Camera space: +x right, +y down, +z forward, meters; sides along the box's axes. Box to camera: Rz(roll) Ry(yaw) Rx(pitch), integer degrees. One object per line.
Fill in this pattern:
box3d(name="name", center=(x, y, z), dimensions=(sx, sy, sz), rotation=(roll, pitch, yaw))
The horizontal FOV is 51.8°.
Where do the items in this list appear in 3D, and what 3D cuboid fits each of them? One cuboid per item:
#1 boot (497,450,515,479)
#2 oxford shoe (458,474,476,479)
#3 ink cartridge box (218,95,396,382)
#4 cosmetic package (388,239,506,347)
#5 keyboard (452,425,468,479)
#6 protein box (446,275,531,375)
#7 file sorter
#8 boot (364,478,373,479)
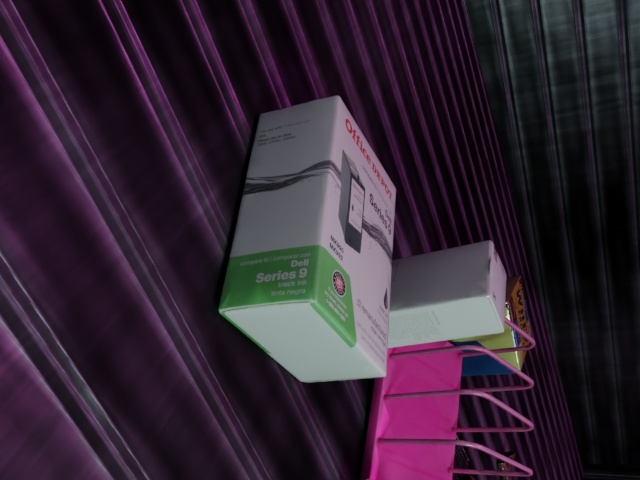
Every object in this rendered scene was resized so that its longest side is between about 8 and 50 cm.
box3d(name="boot", center=(0.511, 0.639, 1.783), dimensions=(0.106, 0.037, 0.114), rotation=(-12, 89, -52))
box3d(name="oxford shoe", center=(0.215, 0.502, 1.157), dimensions=(0.348, 0.123, 0.130), rotation=(12, 39, -58))
box3d(name="ink cartridge box", center=(0.000, 0.000, 0.815), dimensions=(0.211, 0.122, 0.289), rotation=(51, 38, -48))
box3d(name="cosmetic package", center=(0.152, 0.086, 0.977), dimensions=(0.085, 0.231, 0.117), rotation=(59, 33, -34))
box3d(name="keyboard", center=(0.278, 0.425, 1.380), dimensions=(0.108, 0.023, 0.180), rotation=(-73, 145, -44))
box3d(name="protein box", center=(0.290, 0.166, 1.284), dimensions=(0.201, 0.200, 0.135), rotation=(-25, 106, -65))
box3d(name="file sorter", center=(0.212, 0.265, 1.015), dimensions=(0.202, 0.182, 0.290), rotation=(33, 56, -35))
box3d(name="boot", center=(0.036, 0.424, 0.800), dimensions=(0.236, 0.089, 0.269), rotation=(72, 24, -48))
